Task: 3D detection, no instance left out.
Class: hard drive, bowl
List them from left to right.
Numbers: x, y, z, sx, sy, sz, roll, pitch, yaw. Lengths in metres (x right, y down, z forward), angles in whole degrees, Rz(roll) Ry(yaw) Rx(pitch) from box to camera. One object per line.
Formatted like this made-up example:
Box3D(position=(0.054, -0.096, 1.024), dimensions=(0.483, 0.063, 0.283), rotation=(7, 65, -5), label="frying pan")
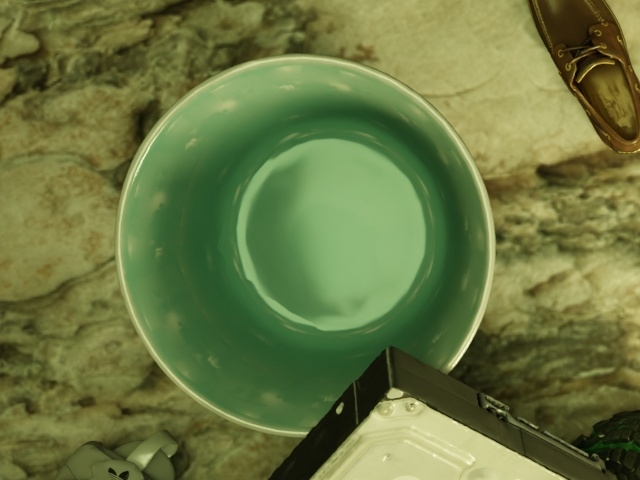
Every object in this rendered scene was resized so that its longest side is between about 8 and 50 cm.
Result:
Box3D(position=(0.000, 0.000, 1.496), dimensions=(0.311, 0.163, 0.311), rotation=(1, 94, 12), label="bowl")
Box3D(position=(0.053, 0.261, 1.462), dimensions=(0.237, 0.064, 0.339), rotation=(30, 118, -21), label="hard drive")

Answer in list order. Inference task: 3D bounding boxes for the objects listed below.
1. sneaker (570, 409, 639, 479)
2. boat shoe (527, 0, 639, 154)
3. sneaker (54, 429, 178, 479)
Box3D(position=(0.253, 0.311, 1.508), dimensions=(0.146, 0.134, 0.343), rotation=(13, 90, -26), label="sneaker")
Box3D(position=(0.229, -0.154, 1.491), dimensions=(0.064, 0.060, 0.178), rotation=(-29, 88, 12), label="boat shoe")
Box3D(position=(-0.224, 0.318, 1.585), dimensions=(0.137, 0.210, 0.366), rotation=(34, 134, 7), label="sneaker")
